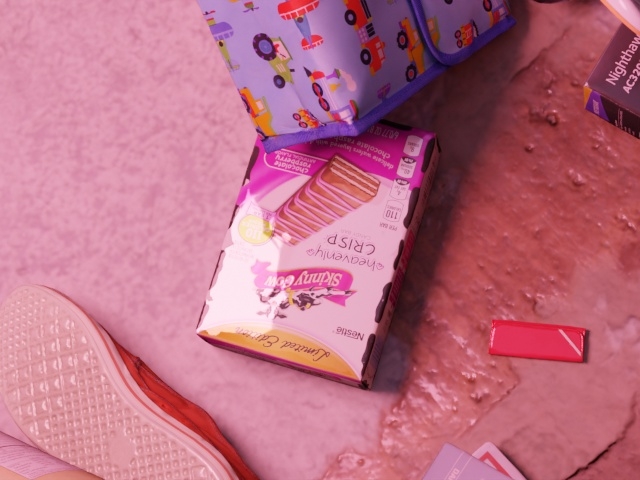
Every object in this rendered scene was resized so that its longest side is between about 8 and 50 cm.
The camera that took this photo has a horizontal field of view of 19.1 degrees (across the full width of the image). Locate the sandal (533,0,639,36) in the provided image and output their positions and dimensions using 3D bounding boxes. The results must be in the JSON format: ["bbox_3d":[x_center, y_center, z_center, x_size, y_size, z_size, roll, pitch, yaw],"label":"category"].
[{"bbox_3d":[0.207,-0.238,1.664,0.076,0.102,0.265,-47,43,17],"label":"sandal"}]

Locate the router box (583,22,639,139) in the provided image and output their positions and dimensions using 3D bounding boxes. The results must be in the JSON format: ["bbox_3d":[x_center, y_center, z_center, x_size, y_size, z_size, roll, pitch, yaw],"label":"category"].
[{"bbox_3d":[0.412,-0.195,1.668,0.243,0.081,0.308,30,84,14],"label":"router box"}]

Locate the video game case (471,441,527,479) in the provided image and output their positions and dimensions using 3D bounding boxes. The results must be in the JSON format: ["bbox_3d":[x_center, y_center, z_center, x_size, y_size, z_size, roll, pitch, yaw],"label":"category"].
[{"bbox_3d":[0.165,0.343,1.620,0.204,0.025,0.285,-42,75,-2],"label":"video game case"}]

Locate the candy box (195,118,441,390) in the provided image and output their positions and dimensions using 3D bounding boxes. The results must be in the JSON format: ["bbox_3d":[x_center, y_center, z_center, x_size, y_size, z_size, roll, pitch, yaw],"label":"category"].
[{"bbox_3d":[0.000,0.000,1.697,0.159,0.071,0.233,15,81,11],"label":"candy box"}]

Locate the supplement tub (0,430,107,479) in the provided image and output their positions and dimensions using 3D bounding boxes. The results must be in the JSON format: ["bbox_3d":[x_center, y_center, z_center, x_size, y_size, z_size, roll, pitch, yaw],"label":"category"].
[{"bbox_3d":[-0.295,0.270,1.576,0.316,0.228,0.228,19,81,32],"label":"supplement tub"}]

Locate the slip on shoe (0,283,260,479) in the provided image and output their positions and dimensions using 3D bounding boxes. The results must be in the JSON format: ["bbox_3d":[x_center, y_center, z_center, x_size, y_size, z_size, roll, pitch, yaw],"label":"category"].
[{"bbox_3d":[-0.176,0.157,1.683,0.331,0.101,0.123,38,101,28],"label":"slip on shoe"}]

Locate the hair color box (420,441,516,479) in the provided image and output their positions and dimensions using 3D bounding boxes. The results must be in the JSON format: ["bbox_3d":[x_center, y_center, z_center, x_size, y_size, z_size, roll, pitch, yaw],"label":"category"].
[{"bbox_3d":[0.225,0.293,1.409,0.113,0.185,0.374,-57,33,-6],"label":"hair color box"}]

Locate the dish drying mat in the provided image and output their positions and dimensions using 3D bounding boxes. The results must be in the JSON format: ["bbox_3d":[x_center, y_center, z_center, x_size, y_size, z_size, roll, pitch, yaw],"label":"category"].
[{"bbox_3d":[0.192,0.089,1.679,0.083,0.008,0.032,5,80,10],"label":"dish drying mat"}]

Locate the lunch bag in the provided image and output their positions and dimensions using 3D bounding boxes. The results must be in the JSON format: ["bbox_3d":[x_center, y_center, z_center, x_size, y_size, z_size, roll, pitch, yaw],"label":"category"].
[{"bbox_3d":[0.045,-0.240,1.653,0.293,0.138,0.221,-34,106,-36],"label":"lunch bag"}]
